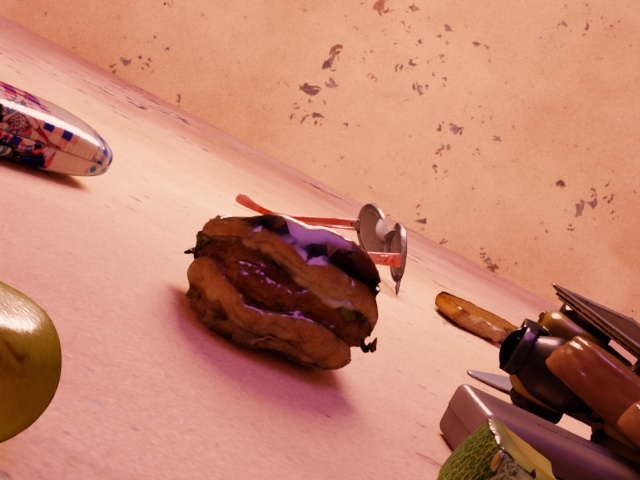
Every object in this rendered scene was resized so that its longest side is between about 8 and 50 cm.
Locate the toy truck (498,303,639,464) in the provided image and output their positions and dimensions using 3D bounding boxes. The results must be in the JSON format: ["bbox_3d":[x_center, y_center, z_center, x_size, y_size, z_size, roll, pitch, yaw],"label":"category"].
[{"bbox_3d":[0.320,0.175,1.274,0.224,0.147,0.165,34,10,20],"label":"toy truck"}]

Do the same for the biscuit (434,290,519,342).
[{"bbox_3d":[0.280,0.141,1.836,0.229,0.031,0.176,26,8,-26],"label":"biscuit"}]

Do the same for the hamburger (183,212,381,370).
[{"bbox_3d":[-0.030,0.037,1.030,0.183,0.129,0.206,28,4,-16],"label":"hamburger"}]

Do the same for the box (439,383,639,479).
[{"bbox_3d":[0.232,0.214,1.014,0.244,0.055,0.103,25,7,-15],"label":"box"}]

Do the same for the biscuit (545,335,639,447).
[{"bbox_3d":[0.380,0.223,1.006,0.368,0.076,0.394,43,3,5],"label":"biscuit"}]

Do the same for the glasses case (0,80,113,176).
[{"bbox_3d":[-0.371,-0.141,1.219,0.125,0.076,0.327,31,7,36],"label":"glasses case"}]

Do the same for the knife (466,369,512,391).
[{"bbox_3d":[0.291,0.203,1.464,0.260,0.034,0.063,12,23,-44],"label":"knife"}]

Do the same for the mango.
[{"bbox_3d":[-0.182,0.048,0.500,0.117,0.089,0.163,33,8,37],"label":"mango"}]

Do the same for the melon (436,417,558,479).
[{"bbox_3d":[0.174,0.209,0.824,0.209,0.064,0.118,35,5,32],"label":"melon"}]

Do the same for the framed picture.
[{"bbox_3d":[0.392,0.143,1.182,0.217,0.017,0.274,22,15,-46],"label":"framed picture"}]

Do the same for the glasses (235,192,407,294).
[{"bbox_3d":[0.000,0.000,1.789,0.269,0.118,0.234,4,16,-17],"label":"glasses"}]
